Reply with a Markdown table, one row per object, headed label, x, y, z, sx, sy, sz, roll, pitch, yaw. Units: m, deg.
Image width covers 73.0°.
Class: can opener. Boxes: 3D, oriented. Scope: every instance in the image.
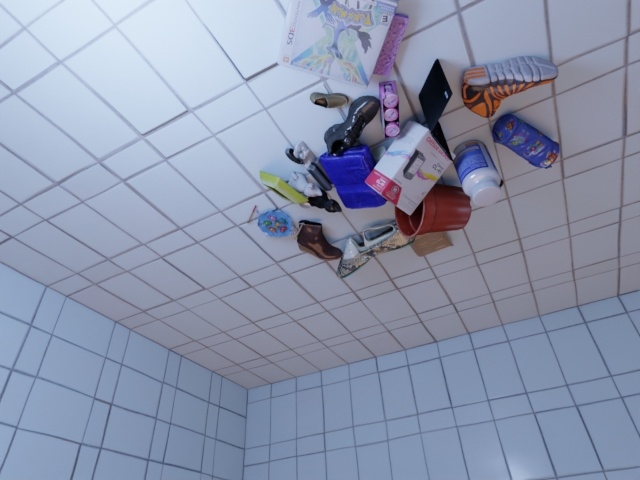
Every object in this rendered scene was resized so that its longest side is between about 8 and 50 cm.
| label | x | y | z | sx | sy | sz | roll | pitch | yaw |
| --- | --- | --- | --- | --- | --- | --- | --- | --- | --- |
| can opener | -0.036 | -0.319 | 1.860 | 0.093 | 0.074 | 0.280 | 9 | 155 | 46 |

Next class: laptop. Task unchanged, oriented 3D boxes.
| label | x | y | z | sx | sy | sz | roll | pitch | yaw |
| --- | --- | --- | --- | --- | --- | --- | --- | --- | --- |
| laptop | 0.448 | -0.469 | 1.566 | 0.136 | 0.234 | 0.264 | -28 | 134 | 28 |

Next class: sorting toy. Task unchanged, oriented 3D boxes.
| label | x | y | z | sx | sy | sz | roll | pitch | yaw |
| --- | --- | --- | --- | --- | --- | --- | --- | --- | --- |
| sorting toy | 0.584 | 0.003 | 2.320 | 0.208 | 0.038 | 0.193 | -19 | 138 | 25 |

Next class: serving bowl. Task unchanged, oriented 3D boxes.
| label | x | y | z | sx | sy | sz | roll | pitch | yaw |
| --- | --- | --- | --- | --- | --- | --- | --- | --- | --- |
| serving bowl | -0.061 | -0.186 | 2.039 | 0.083 | 0.027 | 0.083 | -2 | 141 | -1 |

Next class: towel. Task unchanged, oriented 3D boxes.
| label | x | y | z | sx | sy | sz | roll | pitch | yaw |
| --- | --- | --- | --- | --- | --- | --- | --- | --- | --- |
| towel | 0.147 | -0.256 | 1.835 | 0.227 | 0.076 | 0.308 | -7 | 136 | 27 |

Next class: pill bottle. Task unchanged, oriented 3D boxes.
| label | x | y | z | sx | sy | sz | roll | pitch | yaw |
| --- | --- | --- | --- | --- | --- | --- | --- | --- | --- |
| pill bottle | 0.651 | -0.274 | 1.790 | 0.152 | 0.272 | 0.152 | -2 | 141 | -1 |

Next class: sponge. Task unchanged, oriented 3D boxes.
| label | x | y | z | sx | sy | sz | roll | pitch | yaw |
| --- | --- | --- | --- | --- | --- | --- | --- | --- | --- |
| sponge | 0.208 | -0.663 | 1.468 | 0.117 | 0.031 | 0.210 | 5 | 140 | -10 |

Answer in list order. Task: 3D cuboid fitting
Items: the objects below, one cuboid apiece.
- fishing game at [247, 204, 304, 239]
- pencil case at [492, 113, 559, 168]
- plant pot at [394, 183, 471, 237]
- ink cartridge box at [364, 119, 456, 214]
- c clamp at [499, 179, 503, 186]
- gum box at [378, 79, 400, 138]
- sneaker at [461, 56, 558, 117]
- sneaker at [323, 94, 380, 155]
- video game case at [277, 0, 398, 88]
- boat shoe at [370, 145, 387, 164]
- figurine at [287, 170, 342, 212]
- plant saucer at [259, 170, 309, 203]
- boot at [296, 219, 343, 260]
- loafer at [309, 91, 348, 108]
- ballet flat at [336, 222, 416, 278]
| label | x | y | z | sx | sy | sz | roll | pitch | yaw |
| --- | --- | --- | --- | --- | --- | --- | --- | --- | --- |
| fishing game | -0.227 | -0.073 | 2.133 | 0.264 | 0.041 | 0.189 | 22 | 136 | -14 |
| pencil case | 0.838 | -0.400 | 1.770 | 0.306 | 0.119 | 0.133 | 20 | 130 | -25 |
| plant pot | 0.517 | -0.149 | 1.968 | 0.265 | 0.272 | 0.272 | -1 | 142 | -17 |
| ink cartridge box | 0.362 | -0.288 | 1.746 | 0.226 | 0.131 | 0.306 | 27 | 105 | -39 |
| c clamp | 0.782 | -0.251 | 2.033 | 0.137 | 0.022 | 0.161 | 3 | 139 | -15 |
| gum box | 0.259 | -0.493 | 1.621 | 0.062 | 0.107 | 0.188 | -8 | 141 | 5 |
| sneaker | 0.680 | -0.556 | 1.585 | 0.321 | 0.125 | 0.180 | 0 | 146 | 13 |
| sneaker | 0.127 | -0.432 | 1.671 | 0.109 | 0.130 | 0.286 | 25 | 132 | -27 |
| video game case | 0.046 | -0.674 | 1.411 | 0.329 | 0.036 | 0.300 | 12 | 139 | -9 |
| boat shoe | 0.222 | -0.320 | 1.862 | 0.081 | 0.079 | 0.227 | 20 | 142 | -28 |
| figurine | -0.024 | -0.203 | 1.875 | 0.215 | 0.209 | 0.092 | 34 | 90 | -37 |
| plant saucer | -0.169 | -0.221 | 1.875 | 0.188 | 0.188 | 0.045 | 35 | 85 | -37 |
| boot | 0.000 | 0.000 | 2.199 | 0.248 | 0.090 | 0.207 | 12 | 138 | 6 |
| loafer | 0.033 | -0.519 | 1.618 | 0.148 | 0.050 | 0.056 | 0 | 141 | -5 |
| ballet flat | 0.252 | 0.020 | 2.245 | 0.482 | 0.164 | 0.182 | -28 | 114 | 19 |
